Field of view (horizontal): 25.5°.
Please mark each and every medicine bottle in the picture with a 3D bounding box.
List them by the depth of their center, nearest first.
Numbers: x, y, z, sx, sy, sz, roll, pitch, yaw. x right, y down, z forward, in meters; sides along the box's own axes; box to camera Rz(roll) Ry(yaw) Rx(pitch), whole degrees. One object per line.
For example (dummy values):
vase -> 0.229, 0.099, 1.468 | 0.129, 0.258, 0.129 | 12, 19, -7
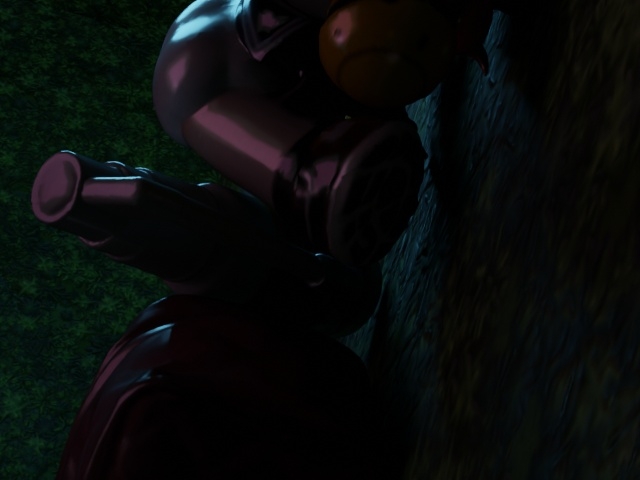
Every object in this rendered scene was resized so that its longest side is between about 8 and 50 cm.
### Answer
medicine bottle -> -0.042, 0.004, 0.719 | 0.092, 0.221, 0.061 | 5, 80, 40

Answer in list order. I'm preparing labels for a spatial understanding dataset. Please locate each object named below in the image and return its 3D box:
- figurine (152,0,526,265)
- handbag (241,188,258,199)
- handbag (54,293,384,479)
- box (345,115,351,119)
figurine -> 0.007, -0.180, 0.673 | 0.320, 0.196, 0.323 | -87, 5, -56
handbag -> 0.002, -0.130, 1.136 | 0.191, 0.075, 0.332 | -105, 34, -70
handbag -> -0.059, 0.144, 0.684 | 0.135, 0.146, 0.225 | -103, 31, -72
box -> 0.001, 0.000, 0.981 | 0.122, 0.032, 0.220 | -89, 16, -64
